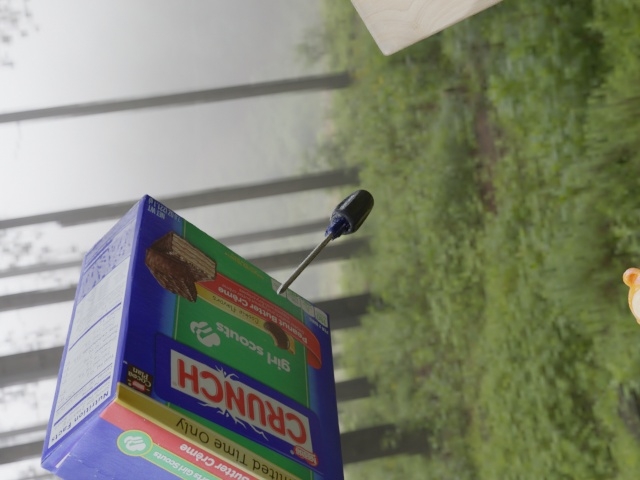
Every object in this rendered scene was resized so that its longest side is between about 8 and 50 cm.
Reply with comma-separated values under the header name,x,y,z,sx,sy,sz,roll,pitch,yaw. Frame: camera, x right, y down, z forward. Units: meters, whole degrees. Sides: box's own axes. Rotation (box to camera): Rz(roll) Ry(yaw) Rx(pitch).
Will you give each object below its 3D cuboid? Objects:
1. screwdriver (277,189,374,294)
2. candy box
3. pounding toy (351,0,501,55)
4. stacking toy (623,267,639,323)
name,x,y,z,sx,sy,sz,roll,pitch,yaw
screwdriver,0.000,0.000,0.834,0.170,0.025,0.024,-40,-30,-56
candy box,-0.116,0.140,1.174,0.122,0.268,0.317,-43,28,26
pounding toy,0.057,-0.173,0.639,0.100,0.141,0.130,57,-140,-14
stacking toy,0.294,-0.062,0.816,0.166,0.175,0.302,-61,-5,-66
